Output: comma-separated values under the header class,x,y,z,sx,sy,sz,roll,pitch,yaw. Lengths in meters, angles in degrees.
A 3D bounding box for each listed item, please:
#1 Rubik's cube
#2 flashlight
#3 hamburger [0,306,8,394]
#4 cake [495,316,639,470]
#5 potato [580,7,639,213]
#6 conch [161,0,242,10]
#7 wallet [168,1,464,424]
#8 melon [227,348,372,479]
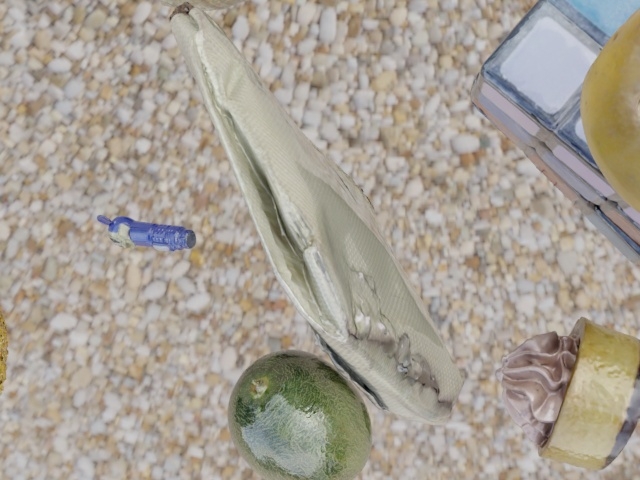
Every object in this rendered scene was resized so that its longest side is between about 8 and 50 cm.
class,x,y,z,sx,sy,sz,roll,pitch,yaw
Rubik's cube,0.421,-0.206,1.570,0.362,0.359,0.363,45,90,3
flashlight,-0.193,-0.004,1.394,0.121,0.035,0.057,8,152,29
hamburger,-0.365,0.155,1.017,0.179,0.276,0.294,34,72,-7
cake,0.322,0.184,1.641,0.178,0.185,0.208,28,97,3
potato,0.275,-0.067,0.811,0.150,0.234,0.146,-50,140,-9
conch,-0.104,-0.412,1.580,0.352,0.210,0.297,21,78,-17
wallet,0.002,-0.003,0.890,0.068,0.275,0.335,-33,143,7
melon,-0.017,0.155,1.079,0.114,0.114,0.167,-25,138,14
